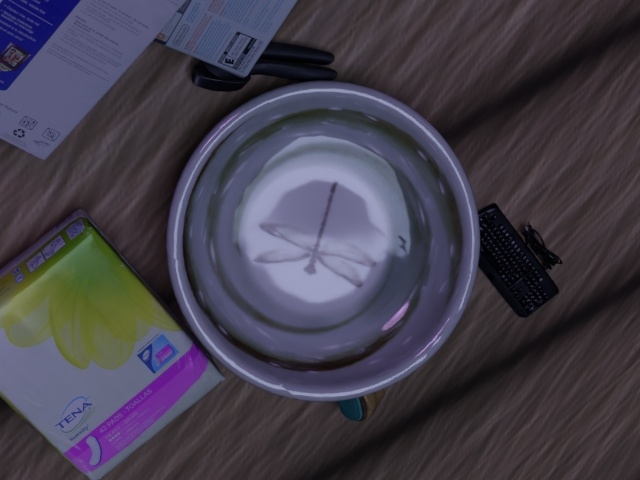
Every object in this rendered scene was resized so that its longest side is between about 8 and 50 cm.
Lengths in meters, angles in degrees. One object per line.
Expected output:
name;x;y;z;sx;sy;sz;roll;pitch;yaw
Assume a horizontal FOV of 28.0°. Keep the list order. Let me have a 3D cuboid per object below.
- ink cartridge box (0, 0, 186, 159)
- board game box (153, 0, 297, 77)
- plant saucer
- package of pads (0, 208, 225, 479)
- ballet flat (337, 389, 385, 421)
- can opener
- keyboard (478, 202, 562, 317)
ink cartridge box;-0.287;-0.230;1.402;0.165;0.065;0.332;29;133;-27
board game box;-0.169;-0.330;1.402;0.303;0.098;0.224;20;137;-21
plant saucer;0.000;0.000;1.635;0.400;0.100;0.401;0;92;-12
package of pads;-0.299;0.138;1.621;0.229;0.101;0.296;-38;118;-3
ballet flat;0.036;0.143;1.773;0.073;0.080;0.232;-37;126;-34
can opener;-0.067;-0.224;1.588;0.186;0.073;0.059;-4;73;-21
keyboard;0.281;0.026;1.822;0.100;0.038;0.192;-42;120;0
